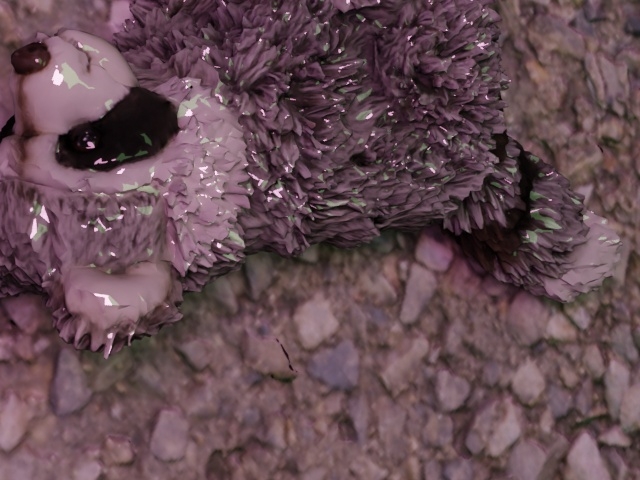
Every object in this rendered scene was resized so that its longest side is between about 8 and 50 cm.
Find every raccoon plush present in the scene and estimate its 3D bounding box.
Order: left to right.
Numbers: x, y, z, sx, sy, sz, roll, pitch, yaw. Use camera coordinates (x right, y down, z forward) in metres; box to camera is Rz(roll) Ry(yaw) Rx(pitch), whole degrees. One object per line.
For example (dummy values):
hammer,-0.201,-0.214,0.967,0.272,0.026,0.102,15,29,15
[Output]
raccoon plush,0.000,0.000,1.167,0.446,0.216,0.299,38,71,-23
